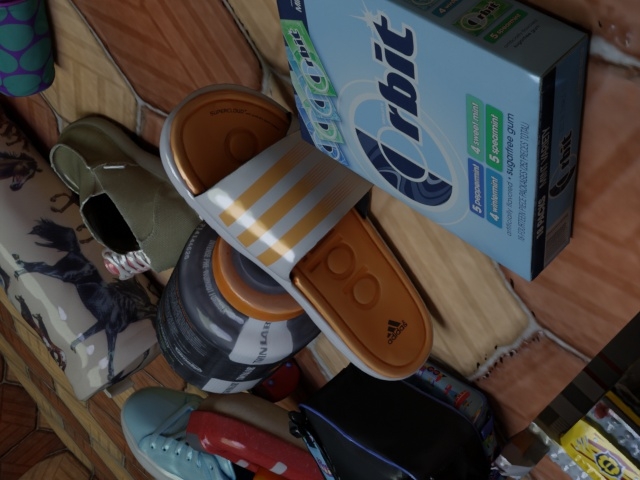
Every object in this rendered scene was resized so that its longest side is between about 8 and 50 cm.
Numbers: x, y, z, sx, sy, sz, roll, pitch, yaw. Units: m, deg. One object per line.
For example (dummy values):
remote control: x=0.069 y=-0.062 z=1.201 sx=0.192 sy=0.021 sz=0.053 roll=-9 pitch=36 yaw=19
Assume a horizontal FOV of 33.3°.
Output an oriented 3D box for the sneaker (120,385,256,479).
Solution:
sneaker: x=-0.119 y=0.269 z=1.378 sx=0.366 sy=0.135 sz=0.150 roll=27 pitch=142 yaw=26

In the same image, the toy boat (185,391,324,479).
toy boat: x=-0.047 y=0.267 z=1.140 sx=0.231 sy=0.151 sz=0.151 roll=29 pitch=163 yaw=-15

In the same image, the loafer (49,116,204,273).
loafer: x=-0.200 y=-0.045 z=1.046 sx=0.268 sy=0.092 sz=0.102 roll=24 pitch=147 yaw=45

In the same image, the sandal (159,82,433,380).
sandal: x=0.007 y=-0.007 z=0.739 sx=0.265 sy=0.102 sz=0.076 roll=47 pitch=158 yaw=-18

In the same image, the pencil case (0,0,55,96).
pencil case: x=-0.291 y=-0.199 z=1.006 sx=0.070 sy=0.064 sz=0.151 roll=28 pitch=153 yaw=8

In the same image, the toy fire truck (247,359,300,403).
toy fire truck: x=-0.077 y=0.088 z=1.095 sx=0.192 sy=0.047 sz=0.135 roll=53 pitch=156 yaw=-13

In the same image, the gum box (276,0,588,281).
gum box: x=0.056 y=-0.081 z=0.590 sx=0.184 sy=0.041 sz=0.157 roll=34 pitch=153 yaw=31

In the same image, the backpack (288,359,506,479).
backpack: x=0.076 y=0.192 z=0.889 sx=0.158 sy=0.117 sz=0.173 roll=26 pitch=148 yaw=43

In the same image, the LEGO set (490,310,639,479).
LEGO set: x=0.212 y=0.086 z=0.347 sx=0.331 sy=0.192 sz=0.255 roll=48 pitch=154 yaw=8

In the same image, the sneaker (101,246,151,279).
sneaker: x=-0.192 y=0.018 z=1.165 sx=0.134 sy=0.070 sz=0.051 roll=13 pitch=137 yaw=53

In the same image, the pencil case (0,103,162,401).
pencil case: x=-0.348 y=0.016 z=1.325 sx=0.410 sy=0.160 sz=0.183 roll=50 pitch=149 yaw=-4

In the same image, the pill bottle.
pill bottle: x=-0.061 y=0.046 z=0.888 sx=0.130 sy=0.130 sz=0.245 roll=48 pitch=158 yaw=3
